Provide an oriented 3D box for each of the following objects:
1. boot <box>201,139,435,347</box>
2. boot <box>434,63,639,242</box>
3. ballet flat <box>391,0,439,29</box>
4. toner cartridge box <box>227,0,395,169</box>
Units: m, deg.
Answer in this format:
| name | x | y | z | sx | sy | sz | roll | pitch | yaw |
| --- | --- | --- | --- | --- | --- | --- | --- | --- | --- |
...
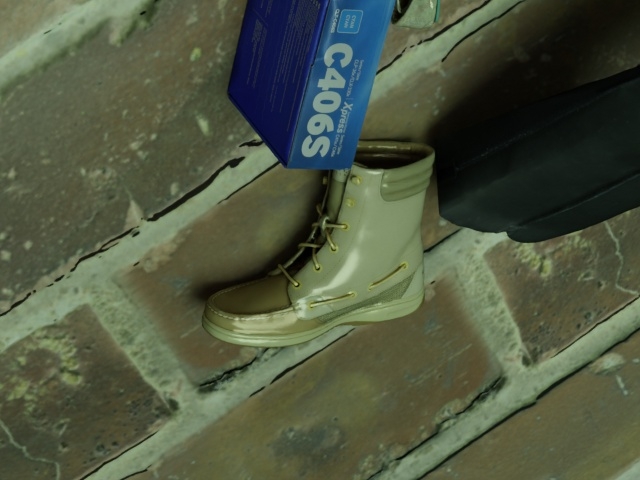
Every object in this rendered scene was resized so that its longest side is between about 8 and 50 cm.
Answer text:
| name | x | y | z | sx | sy | sz | roll | pitch | yaw |
| --- | --- | --- | --- | --- | --- | --- | --- | --- | --- |
| boot | 0.000 | 0.000 | 1.933 | 0.262 | 0.095 | 0.203 | -10 | 124 | -23 |
| boot | 0.390 | -0.081 | 1.897 | 0.367 | 0.146 | 0.445 | 27 | 143 | -33 |
| ballet flat | 0.097 | -0.285 | 1.829 | 0.052 | 0.057 | 0.168 | -4 | 122 | -13 |
| toner cartridge box | 0.006 | -0.256 | 1.731 | 0.075 | 0.165 | 0.348 | 0 | 120 | -28 |
